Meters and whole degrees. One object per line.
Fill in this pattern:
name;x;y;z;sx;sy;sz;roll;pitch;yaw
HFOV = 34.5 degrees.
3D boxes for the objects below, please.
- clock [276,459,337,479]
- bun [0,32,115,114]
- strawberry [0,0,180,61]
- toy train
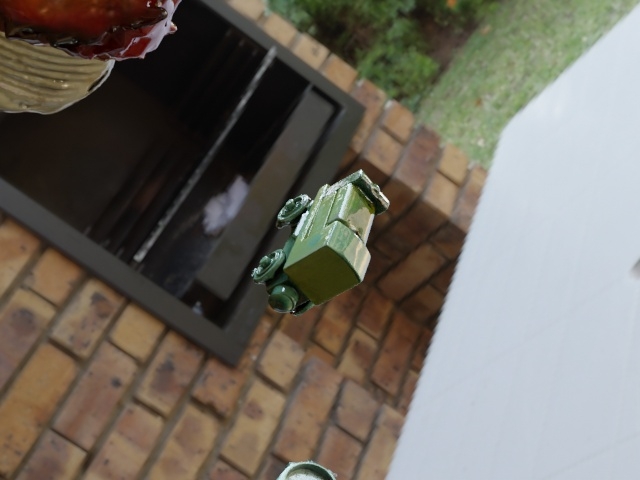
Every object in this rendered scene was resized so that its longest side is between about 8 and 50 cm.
clock;-0.018;0.386;1.588;0.135;0.101;0.041;-51;-17;-51
bun;-0.384;-0.280;1.355;0.239;0.239;0.141;-51;35;20
strawberry;-0.222;-0.262;0.902;0.280;0.253;0.150;-31;-1;14
toy train;0.000;0.000;0.710;0.081;0.050;0.122;-31;23;34
